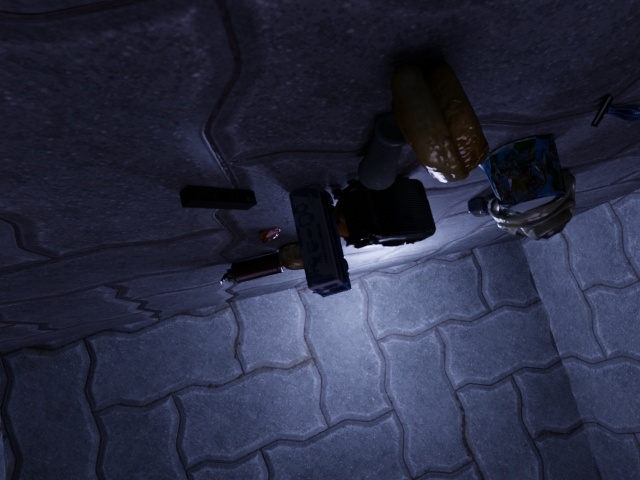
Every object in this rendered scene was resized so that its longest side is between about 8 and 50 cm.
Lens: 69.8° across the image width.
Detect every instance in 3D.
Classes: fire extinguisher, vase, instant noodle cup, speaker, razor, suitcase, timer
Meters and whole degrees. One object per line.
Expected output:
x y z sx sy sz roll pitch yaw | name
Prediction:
-0.303 0.128 1.997 0.269 0.104 0.105 -13 168 0 | fire extinguisher
0.143 -0.197 1.024 0.096 0.096 0.219 -13 165 -6 | vase
0.620 -0.190 1.388 0.240 0.178 0.240 -13 168 -3 | instant noodle cup
-0.246 -0.103 1.124 0.191 0.040 0.046 -1 161 -47 | speaker
0.791 -0.342 1.217 0.253 0.042 0.081 -7 126 -35 | razor
0.194 -0.081 1.344 0.312 0.202 0.128 -3 164 -40 | suitcase
0.029 -0.083 1.419 0.152 0.131 0.132 14 162 -10 | timer

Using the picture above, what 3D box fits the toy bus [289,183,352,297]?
0.000 0.000 1.276 0.106 0.297 0.131 -18 162 17 | toy bus

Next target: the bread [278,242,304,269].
-0.067 0.069 1.980 0.237 0.106 0.140 -4 167 -37 | bread

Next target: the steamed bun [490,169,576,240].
0.901 -0.121 1.891 0.394 0.237 0.347 -4 164 -39 | steamed bun

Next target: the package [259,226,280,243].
-0.186 -0.012 1.637 0.077 0.032 0.110 0 160 -17 | package

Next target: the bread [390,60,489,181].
0.207 -0.202 0.800 0.120 0.198 0.236 -25 164 22 | bread

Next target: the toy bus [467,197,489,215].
0.687 -0.141 1.987 0.075 0.064 0.191 -6 173 29 | toy bus
